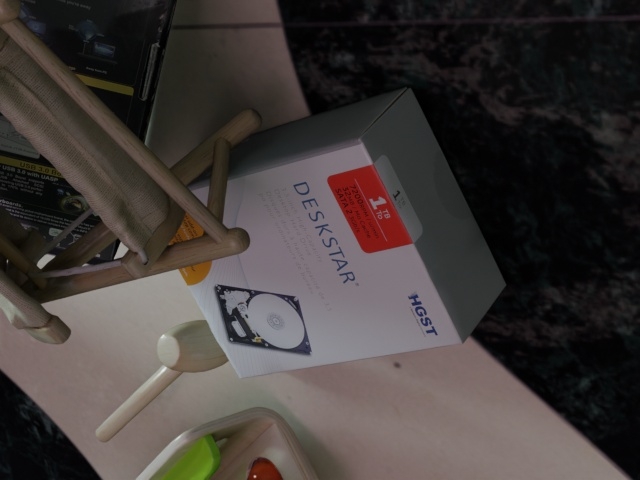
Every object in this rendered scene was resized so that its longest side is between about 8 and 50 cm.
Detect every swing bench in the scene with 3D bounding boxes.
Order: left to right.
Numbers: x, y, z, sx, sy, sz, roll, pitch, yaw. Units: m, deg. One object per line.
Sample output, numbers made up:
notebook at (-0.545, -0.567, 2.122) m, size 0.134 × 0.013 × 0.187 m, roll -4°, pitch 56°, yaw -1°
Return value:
swing bench at (-0.219, -0.071, 1.059) m, size 0.254 × 0.165 × 0.253 m, roll -27°, pitch 125°, yaw 24°

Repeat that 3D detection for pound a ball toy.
pound a ball toy at (-0.115, 0.229, 1.387) m, size 0.319 × 0.135 × 0.208 m, roll -48°, pitch 63°, yaw 44°

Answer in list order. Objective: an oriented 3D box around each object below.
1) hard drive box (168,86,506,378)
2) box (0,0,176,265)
hard drive box at (0.000, 0.000, 1.159) m, size 0.232 × 0.089 × 0.181 m, roll -14°, pitch 112°, yaw 39°
box at (-0.324, -0.159, 1.166) m, size 0.395 × 0.097 × 0.318 m, roll 14°, pitch 133°, yaw -4°
